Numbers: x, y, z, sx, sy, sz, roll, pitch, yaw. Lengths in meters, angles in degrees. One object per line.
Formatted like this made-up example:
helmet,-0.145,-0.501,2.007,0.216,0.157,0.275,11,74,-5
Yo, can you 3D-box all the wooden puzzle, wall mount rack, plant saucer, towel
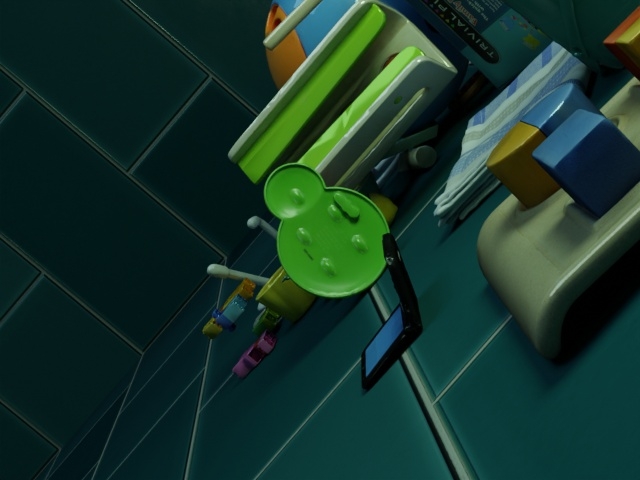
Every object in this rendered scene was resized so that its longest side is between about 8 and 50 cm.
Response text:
wooden puzzle,0.226,-0.098,1.003,0.348,0.080,0.322,-49,7,6
wall mount rack,-0.028,-0.035,2.143,0.350,0.130,0.304,-48,6,17
plant saucer,0.083,-0.117,1.950,0.192,0.018,0.067,-26,5,-43
towel,0.214,-0.139,1.532,0.209,0.034,0.285,-45,7,29
plant saucer,0.215,-0.218,2.067,0.083,0.013,0.083,-49,6,7

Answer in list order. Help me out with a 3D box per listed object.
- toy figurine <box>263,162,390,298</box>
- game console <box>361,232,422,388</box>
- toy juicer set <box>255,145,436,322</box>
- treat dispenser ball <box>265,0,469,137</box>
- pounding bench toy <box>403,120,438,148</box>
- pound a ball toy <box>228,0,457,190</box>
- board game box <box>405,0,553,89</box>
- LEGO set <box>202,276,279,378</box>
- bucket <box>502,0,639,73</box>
toy figurine,0.000,0.000,1.710,0.130,0.173,0.159,-38,-8,-8
game console,0.052,0.061,1.314,0.071,0.107,0.122,-20,10,4
toy juicer set,0.044,-0.048,1.907,0.329,0.089,0.209,-52,6,-25
treat dispenser ball,0.066,-0.278,2.006,0.288,0.288,0.288,-49,6,7
pounding bench toy,0.141,-0.170,2.147,0.052,0.083,0.065,-48,38,3
pound a ball toy,0.025,-0.195,1.795,0.319,0.208,0.136,-49,-28,16
board game box,0.218,-0.346,1.710,0.079,0.254,0.336,-50,6,-25
LEGO set,-0.116,0.121,2.022,0.093,0.087,0.227,-48,6,13
bucket,0.259,-0.320,1.353,0.281,0.183,0.281,-55,16,25
